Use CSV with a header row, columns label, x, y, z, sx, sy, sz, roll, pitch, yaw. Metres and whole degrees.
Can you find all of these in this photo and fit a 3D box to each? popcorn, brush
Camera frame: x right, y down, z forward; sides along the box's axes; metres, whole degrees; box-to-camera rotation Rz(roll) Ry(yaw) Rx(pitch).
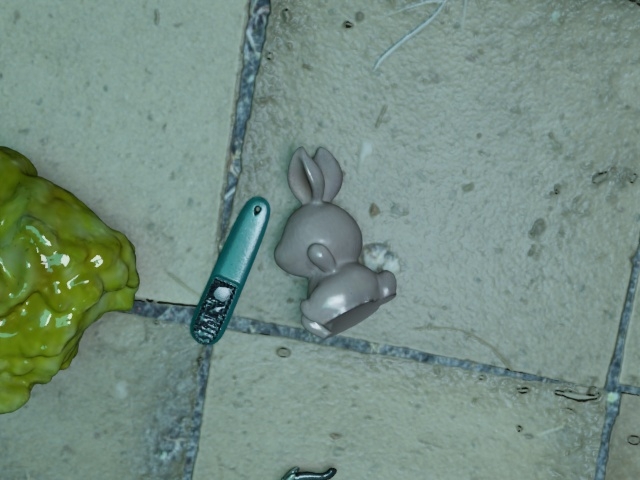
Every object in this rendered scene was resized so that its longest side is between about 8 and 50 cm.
label,x,y,z,sx,sy,sz,roll,pitch,yaw
popcorn,-0.352,0.046,1.127,0.241,0.235,0.250,38,89,12
brush,-0.108,0.038,1.218,0.043,0.032,0.193,23,96,-1

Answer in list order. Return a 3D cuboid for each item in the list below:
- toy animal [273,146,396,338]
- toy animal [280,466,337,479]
label,x,y,z,sx,sy,sz,roll,pitch,yaw
toy animal,-0.002,0.001,1.185,0.124,0.124,0.213,-21,73,2
toy animal,-0.101,0.365,1.220,0.137,0.082,0.270,28,90,-4
